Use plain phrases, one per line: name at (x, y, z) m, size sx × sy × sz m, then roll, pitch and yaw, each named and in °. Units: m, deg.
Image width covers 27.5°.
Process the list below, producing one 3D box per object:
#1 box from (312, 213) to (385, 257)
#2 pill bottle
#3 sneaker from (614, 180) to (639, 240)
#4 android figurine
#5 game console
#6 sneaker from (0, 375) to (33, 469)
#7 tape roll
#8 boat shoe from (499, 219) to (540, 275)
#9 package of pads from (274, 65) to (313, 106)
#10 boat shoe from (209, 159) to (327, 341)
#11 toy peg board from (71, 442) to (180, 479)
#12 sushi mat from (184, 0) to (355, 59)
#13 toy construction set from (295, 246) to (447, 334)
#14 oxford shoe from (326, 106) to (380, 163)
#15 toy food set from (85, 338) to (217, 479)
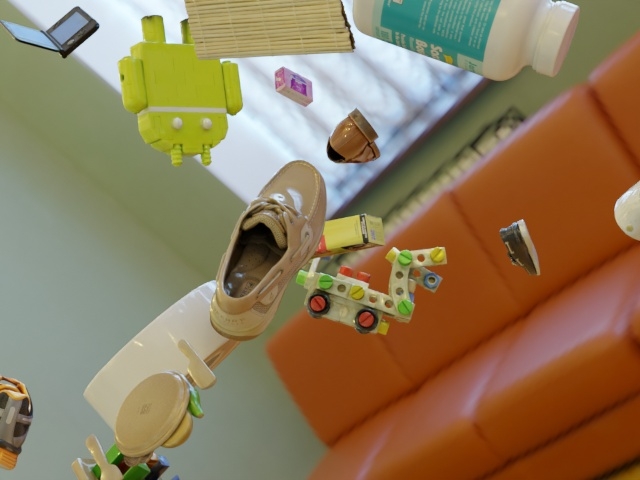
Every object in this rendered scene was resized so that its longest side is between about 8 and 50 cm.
box at (0.000, 0.000, 2.506) m, size 0.232 × 0.058 × 0.087 m, roll -10°, pitch -9°, yaw 22°
pill bottle at (0.184, -0.290, 1.638) m, size 0.146 × 0.264 × 0.146 m, roll -59°, pitch -18°, yaw -32°
sneaker at (0.541, -0.104, 2.004) m, size 0.292 × 0.108 × 0.169 m, roll -35°, pitch -14°, yaw -47°
android figurine at (-0.247, -0.264, 2.328) m, size 0.248 × 0.273 × 0.056 m, roll -1°, pitch -9°, yaw -39°
game console at (-0.394, -0.315, 1.903) m, size 0.107 × 0.071 × 0.122 m, roll -41°, pitch 34°, yaw -4°
sneaker at (-0.365, 0.190, 1.485) m, size 0.083 × 0.084 × 0.215 m, roll -67°, pitch 24°, yaw 1°
tape roll at (-0.242, 0.192, 2.110) m, size 0.286 × 0.100 × 0.286 m, roll -42°, pitch -6°, yaw -6°
boat shoe at (0.271, 0.015, 1.770) m, size 0.038 × 0.046 × 0.125 m, roll -18°, pitch -29°, yaw 10°
package of pads at (-0.050, -0.292, 2.488) m, size 0.032 × 0.083 × 0.050 m, roll -27°, pitch 55°, yaw 36°
boat shoe at (-0.070, -0.007, 1.994) m, size 0.110 × 0.121 × 0.341 m, roll 95°, pitch -167°, yaw -53°
toy peg board at (-0.225, 0.343, 1.769) m, size 0.079 × 0.161 × 0.160 m, roll -47°, pitch -32°, yaw 16°
sushi mat at (-0.086, -0.328, 1.824) m, size 0.316 × 0.151 × 0.019 m, roll 5°, pitch 31°, yaw 43°
toy construction set at (0.079, 0.075, 2.669) m, size 0.151 × 0.328 × 0.215 m, roll 46°, pitch -119°, yaw -70°
oxford shoe at (0.041, -0.145, 1.953) m, size 0.076 × 0.076 × 0.212 m, roll -39°, pitch -8°, yaw 1°
toy food set at (-0.205, 0.223, 1.641) m, size 0.192 × 0.038 × 0.132 m, roll -46°, pitch 35°, yaw 0°
